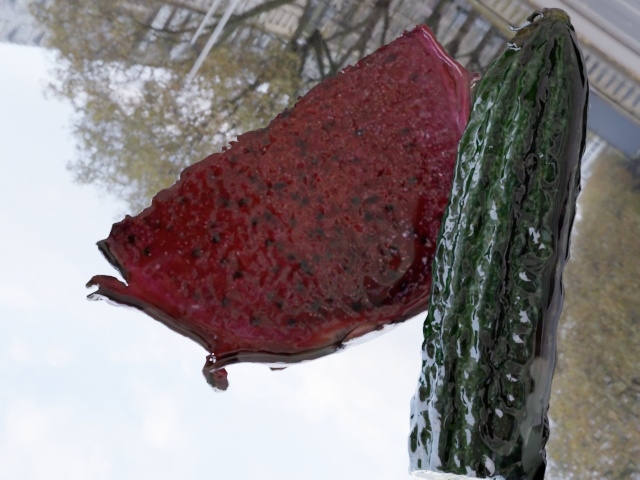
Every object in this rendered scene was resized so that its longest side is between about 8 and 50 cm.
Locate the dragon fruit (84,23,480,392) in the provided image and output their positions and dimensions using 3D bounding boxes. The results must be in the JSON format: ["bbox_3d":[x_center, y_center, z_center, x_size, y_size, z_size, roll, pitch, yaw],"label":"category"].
[{"bbox_3d":[0.004,0.007,0.492,0.161,0.274,0.126,53,173,18],"label":"dragon fruit"}]

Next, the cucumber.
[{"bbox_3d":[0.094,0.014,0.394,0.077,0.265,0.077,9,174,1],"label":"cucumber"}]
